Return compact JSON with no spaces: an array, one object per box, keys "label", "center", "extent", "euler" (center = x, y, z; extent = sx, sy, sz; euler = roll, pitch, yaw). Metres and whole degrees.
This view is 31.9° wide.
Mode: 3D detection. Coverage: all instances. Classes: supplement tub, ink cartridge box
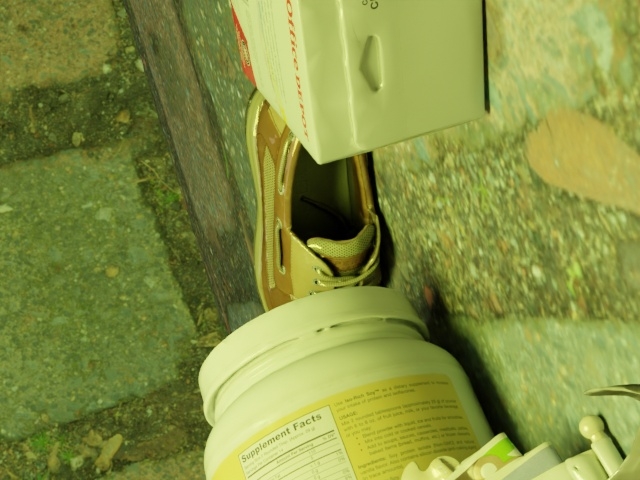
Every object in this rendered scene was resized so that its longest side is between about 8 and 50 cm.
[{"label":"supplement tub","center":[0.043,0.229,0.910],"extent":[0.241,0.241,0.331],"euler":[94,157,-58]},{"label":"ink cartridge box","center":[0.019,-0.156,0.775],"extent":[0.176,0.127,0.128],"euler":[-125,22,-53]}]

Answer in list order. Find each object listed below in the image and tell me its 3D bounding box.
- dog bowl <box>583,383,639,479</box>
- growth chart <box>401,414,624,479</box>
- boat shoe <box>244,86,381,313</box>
[{"label":"dog bowl","center":[0.221,0.212,0.473],"extent":[0.349,0.102,0.349],"euler":[163,90,-77]},{"label":"growth chart","center":[0.109,0.210,0.721],"extent":[0.021,0.237,0.172],"euler":[39,-154,-53]},{"label":"boat shoe","center":[0.000,0.000,1.081],"extent":[0.120,0.122,0.324],"euler":[-139,33,-61]}]
